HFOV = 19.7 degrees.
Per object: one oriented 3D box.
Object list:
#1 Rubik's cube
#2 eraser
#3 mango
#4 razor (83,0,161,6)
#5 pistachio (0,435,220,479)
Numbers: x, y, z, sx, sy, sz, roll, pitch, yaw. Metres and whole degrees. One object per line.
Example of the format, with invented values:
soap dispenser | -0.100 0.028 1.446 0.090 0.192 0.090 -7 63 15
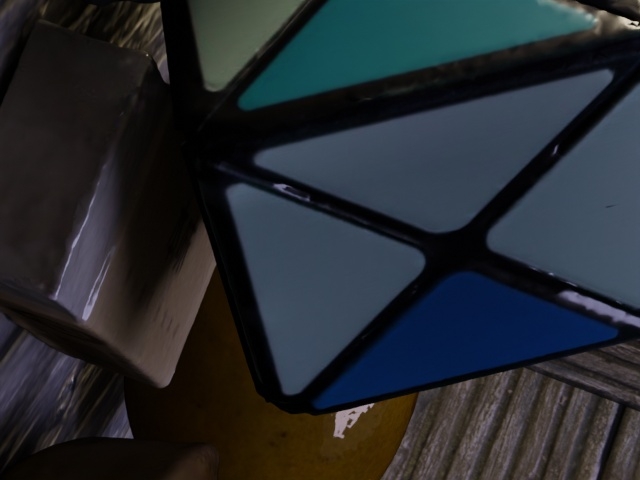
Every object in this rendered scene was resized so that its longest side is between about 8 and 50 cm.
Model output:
Rubik's cube | 0.052 -0.081 1.030 0.246 0.250 0.248 76 0 -50
eraser | -0.124 -0.009 1.075 0.343 0.078 0.144 69 41 -78
mango | -0.028 0.040 1.372 0.264 0.221 0.378 -51 151 -59
razor | -0.036 -0.269 0.865 0.327 0.107 0.189 -59 167 -30
pistachio | -0.143 0.209 1.220 0.213 0.163 0.260 -36 177 5
